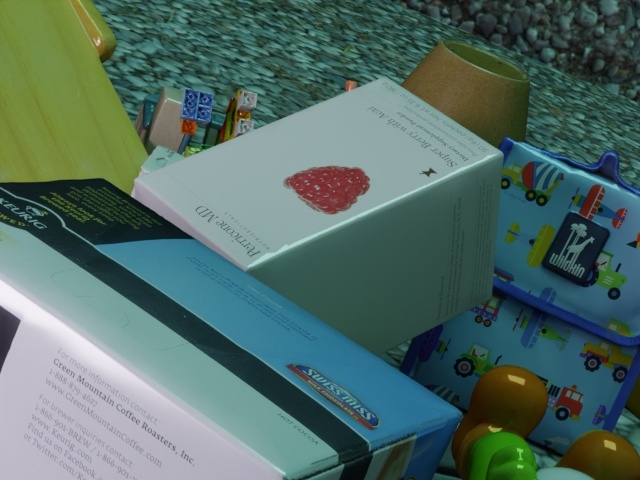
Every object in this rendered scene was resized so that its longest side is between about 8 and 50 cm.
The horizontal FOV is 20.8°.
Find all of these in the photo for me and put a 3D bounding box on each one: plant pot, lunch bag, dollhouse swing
[{"bbox_3d":[0.150,-0.106,2.130,0.237,0.254,0.237,20,20,-8],"label":"plant pot"},{"bbox_3d":[0.239,0.042,1.759,0.221,0.293,0.138,24,18,3],"label":"lunch bag"},{"bbox_3d":[-0.393,-0.124,1.839,0.315,0.304,0.347,-15,1,28],"label":"dollhouse swing"}]

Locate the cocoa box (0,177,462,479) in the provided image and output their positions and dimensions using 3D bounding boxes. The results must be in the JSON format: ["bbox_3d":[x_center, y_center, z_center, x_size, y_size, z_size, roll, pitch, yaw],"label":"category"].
[{"bbox_3d":[-0.130,0.136,1.157,0.347,0.231,0.228,32,20,25],"label":"cocoa box"}]

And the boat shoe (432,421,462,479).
[{"bbox_3d":[0.022,0.167,1.495,0.302,0.109,0.094,23,1,-31],"label":"boat shoe"}]

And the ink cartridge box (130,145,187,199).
[{"bbox_3d":[-0.163,-0.011,1.676,0.056,0.135,0.099,24,19,-1],"label":"ink cartridge box"}]

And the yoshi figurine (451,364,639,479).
[{"bbox_3d":[0.193,0.219,1.263,0.204,0.203,0.362,-9,25,6],"label":"yoshi figurine"}]

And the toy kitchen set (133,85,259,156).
[{"bbox_3d":[-0.127,-0.116,2.032,0.166,0.122,0.207,19,19,-14],"label":"toy kitchen set"}]

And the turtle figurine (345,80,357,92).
[{"bbox_3d":[0.000,-0.052,1.868,0.217,0.269,0.087,8,28,37],"label":"turtle figurine"}]

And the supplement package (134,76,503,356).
[{"bbox_3d":[0.000,0.000,1.607,0.293,0.175,0.177,-25,44,-30],"label":"supplement package"}]

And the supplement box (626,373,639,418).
[{"bbox_3d":[0.439,0.141,1.982,0.194,0.129,0.191,8,24,-37],"label":"supplement box"}]

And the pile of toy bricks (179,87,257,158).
[{"bbox_3d":[-0.135,-0.056,1.843,0.118,0.212,0.105,11,-16,-16],"label":"pile of toy bricks"}]
